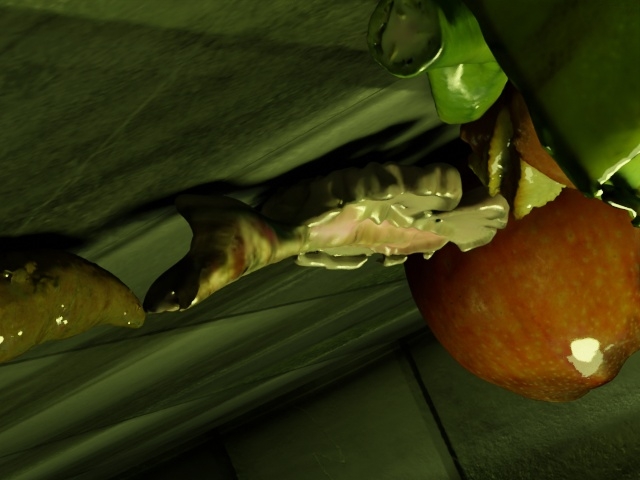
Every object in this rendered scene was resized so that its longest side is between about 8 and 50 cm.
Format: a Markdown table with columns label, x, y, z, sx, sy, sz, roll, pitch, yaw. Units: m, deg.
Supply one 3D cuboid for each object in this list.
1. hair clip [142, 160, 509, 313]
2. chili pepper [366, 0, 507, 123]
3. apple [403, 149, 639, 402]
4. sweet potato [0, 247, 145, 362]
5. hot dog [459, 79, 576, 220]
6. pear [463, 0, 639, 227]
| label | x | y | z | sx | sy | sz | roll | pitch | yaw |
| --- | --- | --- | --- | --- | --- | --- | --- | --- | --- |
| hair clip | -0.003 | -0.007 | 0.974 | 0.173 | 0.069 | 0.300 | -13 | 178 | 38 |
| chili pepper | 0.065 | -0.093 | 0.721 | 0.052 | 0.050 | 0.201 | -10 | 176 | 13 |
| apple | 0.179 | 0.016 | 1.176 | 0.230 | 0.230 | 0.230 | -24 | 172 | -4 |
| sweet potato | -0.183 | 0.035 | 0.795 | 0.067 | 0.067 | 0.274 | -28 | 166 | 26 |
| hot dog | 0.158 | -0.096 | 0.818 | 0.261 | 0.093 | 0.123 | -29 | -166 | 43 |
| pear | 0.196 | -0.119 | 0.576 | 0.255 | 0.164 | 0.238 | -33 | 159 | 21 |
